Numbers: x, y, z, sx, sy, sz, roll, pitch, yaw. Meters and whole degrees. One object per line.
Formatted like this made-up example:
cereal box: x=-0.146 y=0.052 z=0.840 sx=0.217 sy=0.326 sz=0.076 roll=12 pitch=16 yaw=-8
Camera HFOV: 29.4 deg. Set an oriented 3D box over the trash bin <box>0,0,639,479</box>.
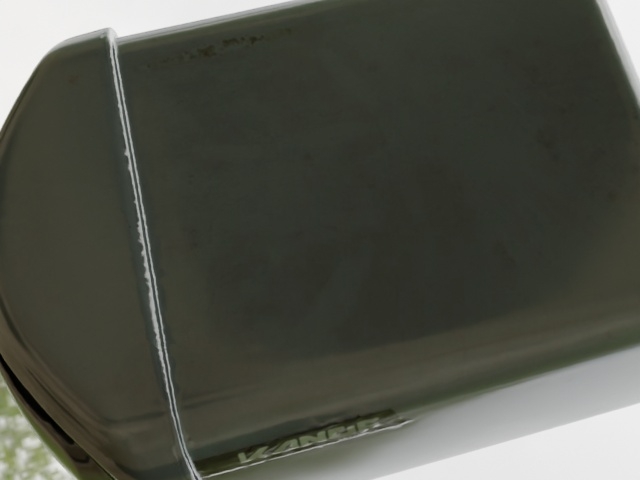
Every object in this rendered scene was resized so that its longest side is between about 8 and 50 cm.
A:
trash bin: x=0.000 y=0.000 z=0.434 sx=0.101 sy=0.236 sz=0.177 roll=76 pitch=0 yaw=-61
